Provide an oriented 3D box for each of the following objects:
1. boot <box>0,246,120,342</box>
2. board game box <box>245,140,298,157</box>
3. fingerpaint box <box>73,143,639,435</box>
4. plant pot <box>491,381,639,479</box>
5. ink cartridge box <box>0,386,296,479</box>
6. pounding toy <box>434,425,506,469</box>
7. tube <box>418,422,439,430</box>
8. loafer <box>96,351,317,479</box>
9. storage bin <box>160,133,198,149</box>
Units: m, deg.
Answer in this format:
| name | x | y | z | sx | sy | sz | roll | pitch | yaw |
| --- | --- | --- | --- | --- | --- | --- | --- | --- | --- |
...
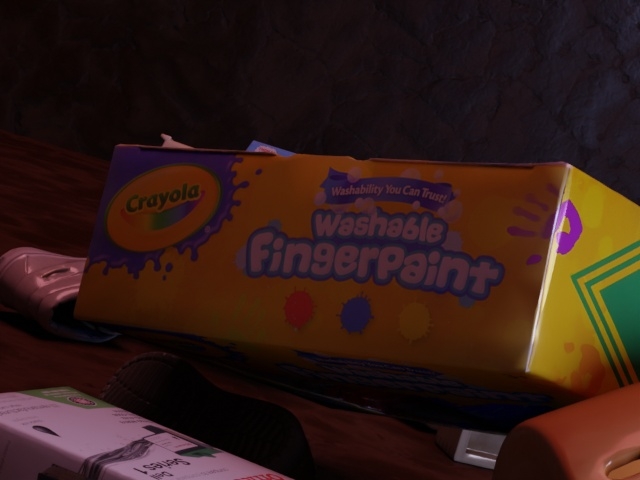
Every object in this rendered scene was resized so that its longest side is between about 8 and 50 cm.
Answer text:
| name | x | y | z | sx | sy | sz | roll | pitch | yaw |
| --- | --- | --- | --- | --- | --- | --- | --- | --- | --- |
| boot | -0.233 | 0.072 | 2.190 | 0.258 | 0.095 | 0.123 | 3 | 24 | -45 |
| board game box | 0.008 | -0.033 | 2.487 | 0.160 | 0.039 | 0.211 | 19 | -24 | 36 |
| fingerpaint box | 0.089 | 0.056 | 1.628 | 0.444 | 0.163 | 0.371 | 5 | -13 | 38 |
| plant pot | 0.240 | 0.214 | 1.354 | 0.203 | 0.291 | 0.291 | -2 | 11 | -14 |
| ink cartridge box | -0.140 | 0.182 | 1.384 | 0.219 | 0.093 | 0.160 | 18 | 7 | 24 |
| pounding toy | 0.205 | 0.168 | 2.119 | 0.130 | 0.141 | 0.100 | 14 | 6 | -16 |
| tube | 0.075 | 0.167 | 2.261 | 0.080 | 0.052 | 0.207 | 25 | -6 | -36 |
| loafer | -0.099 | 0.170 | 1.700 | 0.251 | 0.094 | 0.087 | 20 | -26 | 45 |
| storage bin | -0.059 | 0.015 | 2.292 | 0.262 | 0.123 | 0.260 | 19 | -14 | 29 |
